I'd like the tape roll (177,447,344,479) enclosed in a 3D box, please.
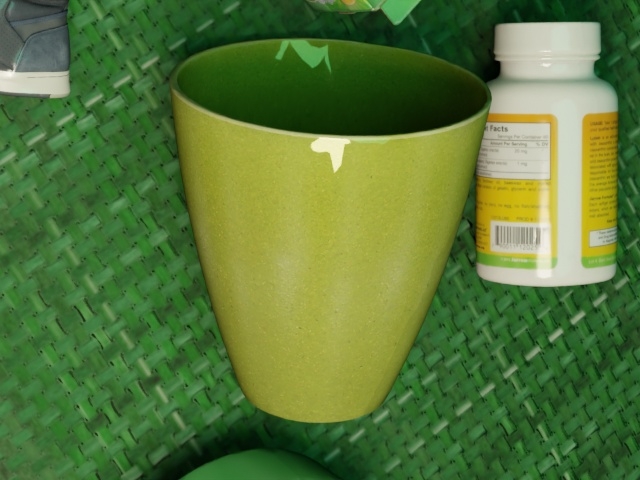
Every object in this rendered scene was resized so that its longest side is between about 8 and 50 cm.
[{"bbox_3d":[-0.071,0.346,1.570,0.321,0.077,0.321,-18,121,-34],"label":"tape roll"}]

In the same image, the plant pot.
[{"bbox_3d":[0.000,0.000,1.546,0.274,0.275,0.293,-7,115,-24],"label":"plant pot"}]

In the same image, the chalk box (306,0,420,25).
[{"bbox_3d":[0.028,-0.289,1.572,0.213,0.132,0.132,45,78,-22],"label":"chalk box"}]

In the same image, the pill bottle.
[{"bbox_3d":[0.217,-0.085,1.679,0.136,0.136,0.246,-3,97,-24],"label":"pill bottle"}]

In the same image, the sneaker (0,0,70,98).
[{"bbox_3d":[-0.309,-0.203,1.444,0.226,0.086,0.163,-3,108,-34],"label":"sneaker"}]
